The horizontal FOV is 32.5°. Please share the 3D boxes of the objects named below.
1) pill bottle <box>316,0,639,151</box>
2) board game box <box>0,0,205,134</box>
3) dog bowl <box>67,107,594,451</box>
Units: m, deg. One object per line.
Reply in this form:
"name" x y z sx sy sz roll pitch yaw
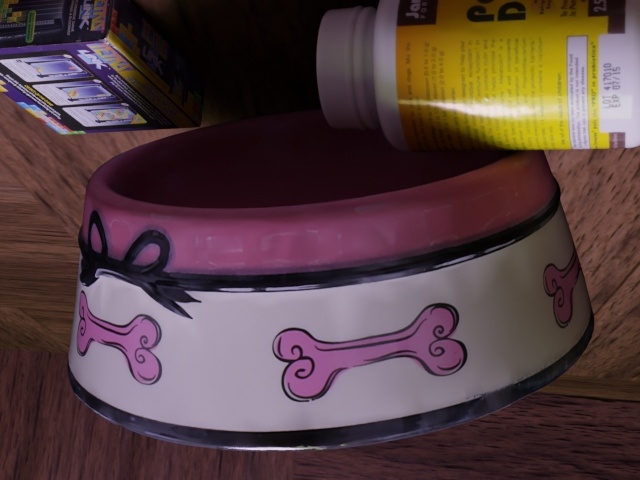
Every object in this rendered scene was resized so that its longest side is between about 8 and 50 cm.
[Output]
"pill bottle" 0.111 -0.118 0.735 0.215 0.117 0.117 0 163 16
"board game box" -0.191 -0.141 0.887 0.141 0.048 0.170 -2 163 17
"dog bowl" 0.000 0.000 0.843 0.408 0.150 0.408 -5 -162 2
